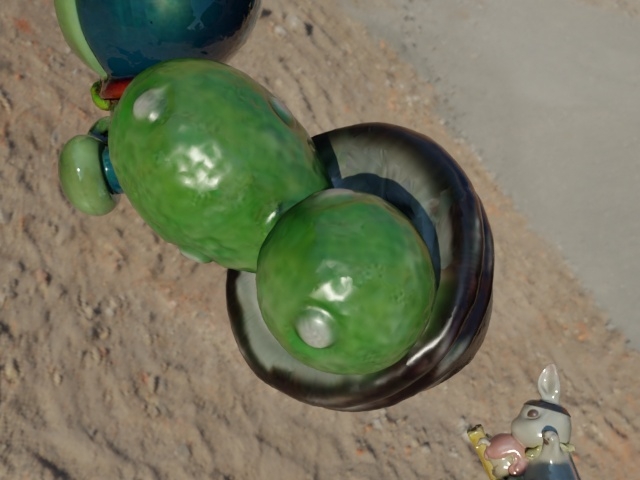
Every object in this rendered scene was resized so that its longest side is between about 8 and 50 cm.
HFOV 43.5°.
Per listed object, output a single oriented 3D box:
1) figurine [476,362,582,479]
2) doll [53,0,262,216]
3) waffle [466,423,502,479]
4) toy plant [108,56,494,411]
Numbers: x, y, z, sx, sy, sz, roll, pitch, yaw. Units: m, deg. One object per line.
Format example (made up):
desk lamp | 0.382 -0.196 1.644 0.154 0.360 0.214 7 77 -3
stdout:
figurine | 0.207 0.201 0.787 0.098 0.081 0.146 -9 72 -7
doll | -0.140 -0.189 0.683 0.186 0.322 0.198 -1 24 0
waffle | 0.210 0.253 1.015 0.098 0.023 0.152 65 11 -4
toy plant | 0.000 0.000 0.468 0.218 0.175 0.235 42 5 38
